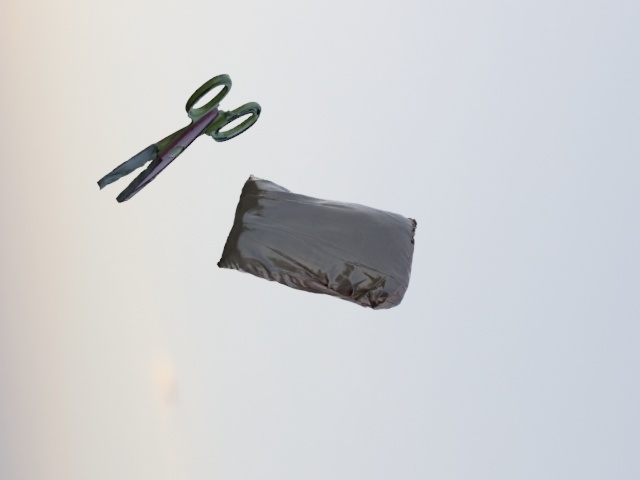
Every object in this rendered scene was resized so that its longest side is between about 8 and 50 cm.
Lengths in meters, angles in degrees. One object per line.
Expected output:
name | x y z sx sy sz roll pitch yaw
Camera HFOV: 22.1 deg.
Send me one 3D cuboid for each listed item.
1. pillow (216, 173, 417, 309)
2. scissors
pillow | 0.000 0.000 2.167 0.067 0.270 0.173 124 -23 -49
scissors | -0.153 -0.104 1.751 0.020 0.187 0.133 56 5 23
